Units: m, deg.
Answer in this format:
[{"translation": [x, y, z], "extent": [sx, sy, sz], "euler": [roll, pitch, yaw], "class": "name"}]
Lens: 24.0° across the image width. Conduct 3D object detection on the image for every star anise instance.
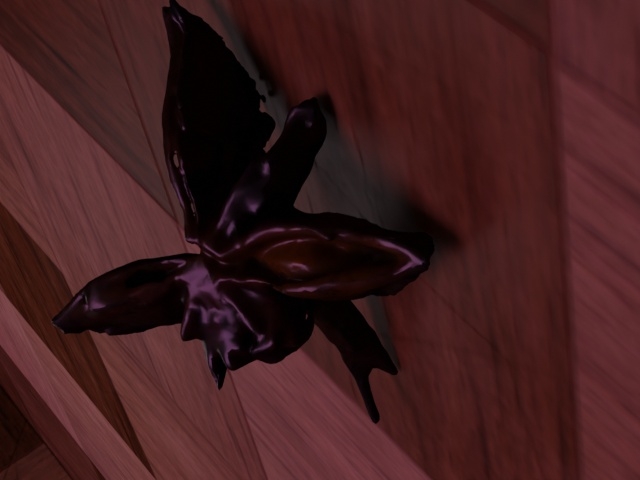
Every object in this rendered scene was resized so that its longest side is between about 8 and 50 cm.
[{"translation": [-0.007, 0.006, 0.601], "extent": [0.158, 0.144, 0.141], "euler": [37, 110, 31], "class": "star anise"}]
